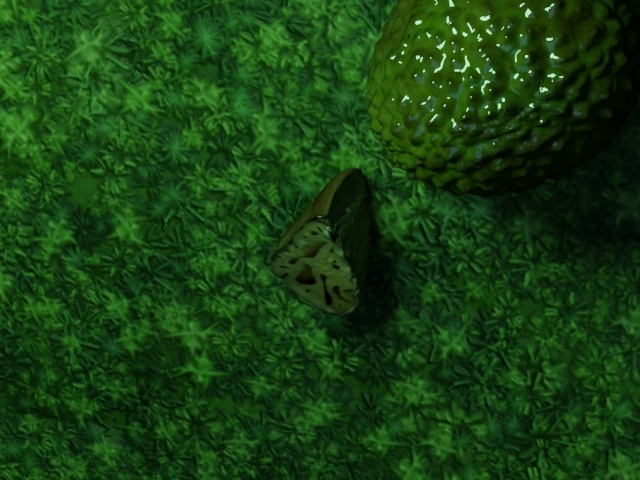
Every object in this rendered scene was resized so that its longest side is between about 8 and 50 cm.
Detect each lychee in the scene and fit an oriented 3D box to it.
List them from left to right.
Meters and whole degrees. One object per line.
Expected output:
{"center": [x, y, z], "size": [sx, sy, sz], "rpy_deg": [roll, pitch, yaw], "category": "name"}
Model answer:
{"center": [0.188, -0.181, 1.521], "size": [0.270, 0.320, 0.270], "rpy_deg": [28, 131, 38], "category": "lychee"}

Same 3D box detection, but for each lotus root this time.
{"center": [0.003, -0.002, 1.721], "size": [0.095, 0.135, 0.159], "rpy_deg": [4, 125, 17], "category": "lotus root"}
